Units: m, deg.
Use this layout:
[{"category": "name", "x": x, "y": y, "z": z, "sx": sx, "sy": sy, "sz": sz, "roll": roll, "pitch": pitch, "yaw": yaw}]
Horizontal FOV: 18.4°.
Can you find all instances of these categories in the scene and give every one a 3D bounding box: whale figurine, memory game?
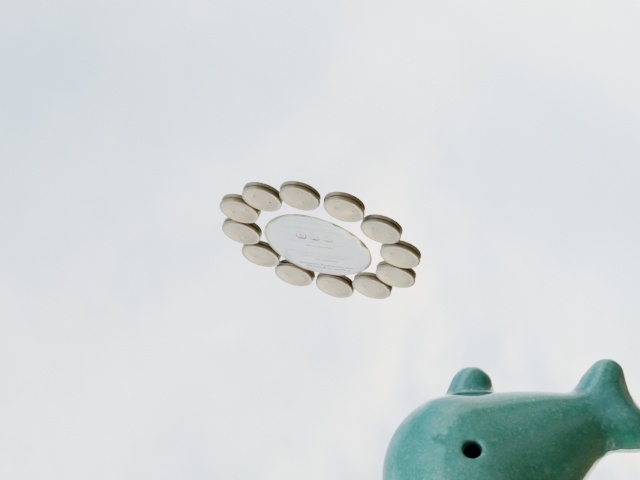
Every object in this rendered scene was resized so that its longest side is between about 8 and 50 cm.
[{"category": "whale figurine", "x": 0.189, "y": 0.200, "z": 1.875, "sx": 0.216, "sy": 0.272, "sz": 0.141, "roll": 61, "pitch": 173, "yaw": 27}, {"category": "memory game", "x": 0.000, "y": 0.000, "z": 1.732, "sx": 0.186, "sy": 0.186, "sz": 0.012, "roll": 43, "pitch": -127, "yaw": -38}]
